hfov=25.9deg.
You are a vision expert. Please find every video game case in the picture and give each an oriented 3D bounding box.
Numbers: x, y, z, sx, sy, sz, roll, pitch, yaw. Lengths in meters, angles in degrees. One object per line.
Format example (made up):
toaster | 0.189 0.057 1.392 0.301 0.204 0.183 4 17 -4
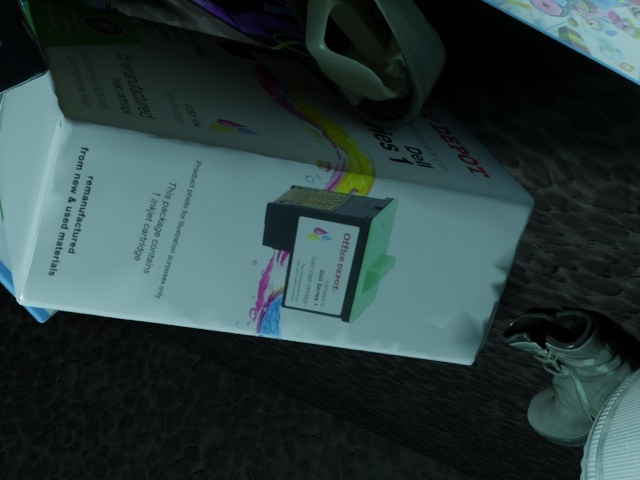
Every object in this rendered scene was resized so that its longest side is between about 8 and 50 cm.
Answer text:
video game case | 0.119 -0.136 0.706 0.166 0.015 0.119 27 167 -2

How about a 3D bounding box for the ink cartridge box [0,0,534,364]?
ink cartridge box | -0.042 -0.037 0.832 0.278 0.117 0.201 9 -156 -22

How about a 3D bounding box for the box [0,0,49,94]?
box | -0.338 -0.184 0.747 0.296 0.183 0.294 2 118 52

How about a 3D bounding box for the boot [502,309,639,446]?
boot | 0.241 0.124 1.366 0.161 0.083 0.246 37 159 -13

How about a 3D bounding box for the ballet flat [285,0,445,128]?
ballet flat | 0.000 -0.141 0.740 0.072 0.068 0.213 -4 141 39

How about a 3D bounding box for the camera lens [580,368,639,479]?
camera lens | 0.329 0.178 1.049 0.219 0.219 0.274 27 167 1

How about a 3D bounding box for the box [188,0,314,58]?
box | -0.031 -0.163 0.865 0.116 0.029 0.162 29 165 -13

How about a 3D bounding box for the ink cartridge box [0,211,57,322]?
ink cartridge box | -0.323 -0.103 1.208 0.307 0.129 0.223 39 167 37

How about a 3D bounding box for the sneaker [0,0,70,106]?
sneaker | -0.303 -0.174 0.981 0.341 0.125 0.139 7 122 30

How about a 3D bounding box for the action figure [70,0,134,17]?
action figure | -0.226 -0.200 1.026 0.232 0.063 0.137 32 165 -4
